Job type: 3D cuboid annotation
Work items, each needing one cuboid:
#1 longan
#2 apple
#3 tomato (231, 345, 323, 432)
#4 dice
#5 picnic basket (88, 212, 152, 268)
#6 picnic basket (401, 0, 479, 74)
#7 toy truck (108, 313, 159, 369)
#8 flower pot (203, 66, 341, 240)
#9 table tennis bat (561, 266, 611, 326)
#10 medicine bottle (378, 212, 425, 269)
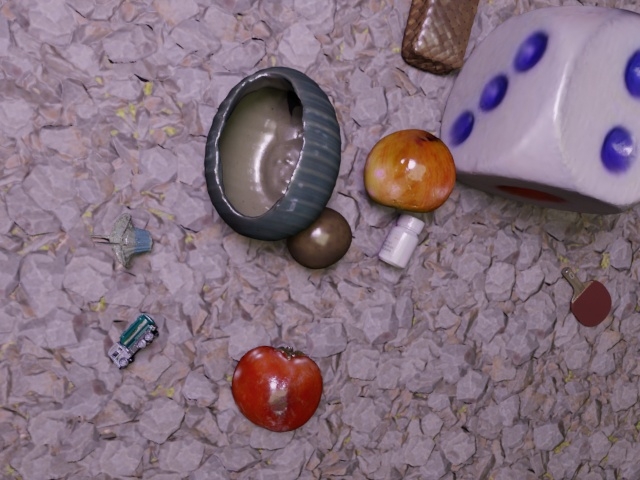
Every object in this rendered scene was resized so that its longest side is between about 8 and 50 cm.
[{"bbox_3d":[0.000,0.000,0.762,0.106,0.106,0.119,-30,144,-9],"label":"longan"},{"bbox_3d":[0.142,-0.111,0.758,0.147,0.146,0.146,-2,99,-15],"label":"apple"},{"bbox_3d":[-0.064,0.252,0.783,0.159,0.091,0.138,21,94,-19],"label":"tomato"},{"bbox_3d":[0.365,-0.190,0.744,0.243,0.259,0.251,15,94,-19],"label":"dice"},{"bbox_3d":[-0.294,0.000,0.700,0.083,0.065,0.083,-2,105,-36],"label":"picnic basket"},{"bbox_3d":[0.205,-0.376,0.775,0.110,0.055,0.193,13,93,-17],"label":"picnic basket"},{"bbox_3d":[-0.288,0.156,0.736,0.044,0.039,0.083,44,84,0],"label":"toy truck"},{"bbox_3d":[-0.065,-0.119,0.675,0.190,0.157,0.242,11,82,9],"label":"flower pot"},{"bbox_3d":[0.534,0.110,0.963,0.087,0.013,0.156,-46,109,-2],"label":"table tennis bat"},{"bbox_3d":[0.139,0.001,0.817,0.052,0.052,0.089,26,92,-17],"label":"medicine bottle"}]
